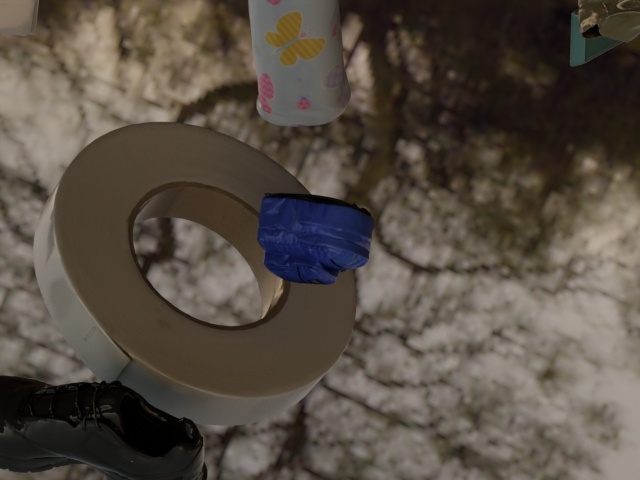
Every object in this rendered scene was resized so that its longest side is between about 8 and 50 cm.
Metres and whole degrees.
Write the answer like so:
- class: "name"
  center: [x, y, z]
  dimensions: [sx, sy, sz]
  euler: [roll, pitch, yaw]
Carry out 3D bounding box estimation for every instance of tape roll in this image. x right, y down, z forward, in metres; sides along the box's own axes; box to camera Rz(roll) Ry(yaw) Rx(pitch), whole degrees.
- class: "tape roll"
  center: [-0.142, 0.034, 2.086]
  dimensions: [0.392, 0.072, 0.392]
  euler: [18, -131, -21]

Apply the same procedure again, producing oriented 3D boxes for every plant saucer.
- class: "plant saucer"
  center: [0.346, -0.257, 2.036]
  dimensions: [0.018, 0.067, 0.192]
  euler: [21, -142, 36]

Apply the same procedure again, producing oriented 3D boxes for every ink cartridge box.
- class: "ink cartridge box"
  center: [-0.460, -0.341, 2.415]
  dimensions: [0.139, 0.082, 0.191]
  euler: [6, -164, -18]

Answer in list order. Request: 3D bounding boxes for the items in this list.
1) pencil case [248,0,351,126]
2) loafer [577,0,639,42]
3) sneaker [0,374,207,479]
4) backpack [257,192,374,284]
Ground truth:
- class: "pencil case"
  center: [-0.028, -0.263, 2.061]
  dimensions: [0.113, 0.273, 0.124]
  euler: [-2, -139, 4]
- class: "loafer"
  center: [0.326, -0.235, 1.891]
  dimensions: [0.056, 0.050, 0.148]
  euler: [8, -179, -28]
- class: "sneaker"
  center: [-0.251, 0.188, 1.877]
  dimensions: [0.286, 0.130, 0.109]
  euler: [13, -126, -2]
- class: "backpack"
  center: [0.000, 0.000, 2.061]
  dimensions: [0.120, 0.101, 0.098]
  euler: [2, 173, 25]
